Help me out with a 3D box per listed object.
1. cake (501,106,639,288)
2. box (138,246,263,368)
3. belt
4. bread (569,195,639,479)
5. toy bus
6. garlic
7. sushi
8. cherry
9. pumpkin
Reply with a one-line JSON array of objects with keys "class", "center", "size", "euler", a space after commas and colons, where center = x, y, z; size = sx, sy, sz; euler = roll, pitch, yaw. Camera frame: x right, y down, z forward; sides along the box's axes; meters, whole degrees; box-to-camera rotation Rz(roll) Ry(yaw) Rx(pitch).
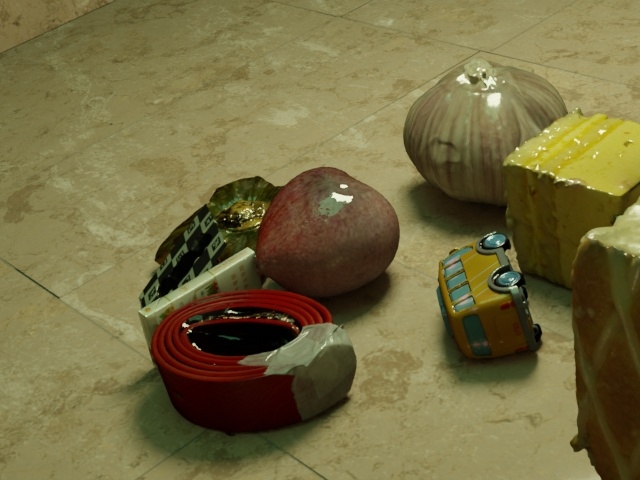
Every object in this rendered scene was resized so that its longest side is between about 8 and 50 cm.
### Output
[{"class": "cake", "center": [0.466, -0.052, 1.849], "size": [0.227, 0.222, 0.286], "euler": [-36, 38, -30]}, {"class": "box", "center": [-0.191, 0.113, 1.941], "size": [0.220, 0.122, 0.032], "euler": [-31, 42, -27]}, {"class": "belt", "center": [-0.103, 0.185, 1.803], "size": [0.323, 0.115, 0.227], "euler": [3, 37, 28]}, {"class": "bread", "center": [0.507, 0.149, 1.377], "size": [0.279, 0.390, 0.371], "euler": [-24, 30, -31]}, {"class": "toy bus", "center": [0.251, 0.088, 1.809], "size": [0.136, 0.126, 0.209], "euler": [-19, 31, 8]}, {"class": "garlic", "center": [0.309, -0.198, 2.114], "size": [0.317, 0.259, 0.317], "euler": [-14, 30, 8]}, {"class": "sushi", "center": [-0.221, 0.066, 2.037], "size": [0.215, 0.050, 0.192], "euler": [-53, 27, 10]}, {"class": "cherry", "center": [0.008, -0.001, 1.986], "size": [0.239, 0.206, 0.239], "euler": [-12, 61, 23]}, {"class": "pumpkin", "center": [-0.125, -0.024, 2.160], "size": [0.258, 0.095, 0.290], "euler": [20, 48, 38]}]
